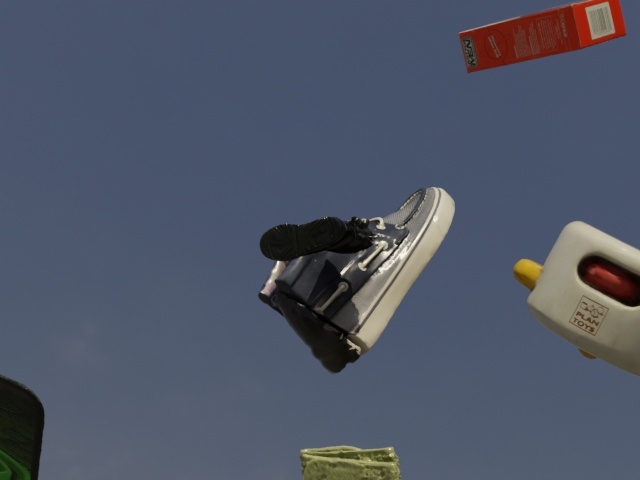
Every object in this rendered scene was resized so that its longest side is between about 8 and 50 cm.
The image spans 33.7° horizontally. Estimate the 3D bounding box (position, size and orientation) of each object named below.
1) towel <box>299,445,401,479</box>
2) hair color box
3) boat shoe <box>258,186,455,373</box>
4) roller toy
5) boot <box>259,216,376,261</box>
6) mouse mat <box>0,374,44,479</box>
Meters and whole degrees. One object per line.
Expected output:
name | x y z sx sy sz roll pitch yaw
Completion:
towel | 0.030 0.263 0.968 0.110 0.148 0.027 -6 -6 33
hair color box | 0.206 -0.194 0.994 0.141 0.072 0.043 -4 -76 52
boat shoe | 0.054 0.007 1.428 0.158 0.340 0.127 42 -40 -9
roller toy | 0.353 0.076 1.280 0.209 0.191 0.146 24 -82 -19
boot | 0.000 0.000 1.295 0.121 0.045 0.099 -16 -11 25
mouse mat | -0.232 0.107 0.555 0.190 0.007 0.152 19 -62 12
